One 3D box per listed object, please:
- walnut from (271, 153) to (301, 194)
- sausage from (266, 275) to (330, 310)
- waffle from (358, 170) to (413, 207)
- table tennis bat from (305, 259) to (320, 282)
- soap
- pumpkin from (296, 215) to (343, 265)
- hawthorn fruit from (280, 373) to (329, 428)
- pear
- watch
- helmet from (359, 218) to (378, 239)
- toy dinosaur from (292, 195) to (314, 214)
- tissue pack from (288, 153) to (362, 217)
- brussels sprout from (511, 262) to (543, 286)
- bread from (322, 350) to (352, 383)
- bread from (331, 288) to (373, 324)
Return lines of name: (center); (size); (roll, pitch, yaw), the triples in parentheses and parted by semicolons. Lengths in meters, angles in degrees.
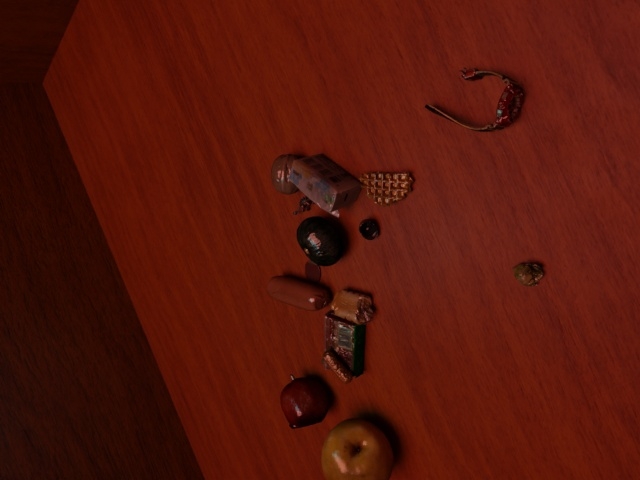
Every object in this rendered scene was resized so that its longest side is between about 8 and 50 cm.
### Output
walnut: (-0.128, -0.266, 1.741); (0.140, 0.140, 0.162); (27, 134, 31)
sausage: (-0.097, 0.229, 1.889); (0.305, 0.121, 0.121); (10, 111, 39)
waffle: (0.229, -0.201, 1.516); (0.192, 0.046, 0.160); (-35, 81, 41)
table tennis bat: (-0.034, 0.110, 1.870); (0.087, 0.013, 0.156); (15, 116, 39)
soap: (0.101, 0.426, 1.802); (0.218, 0.098, 0.273); (14, 113, 37)
pumpkin: (0.000, 0.001, 1.709); (0.211, 0.152, 0.211); (54, 166, 20)
hawthorn fruit: (-0.077, 0.724, 1.988); (0.249, 0.215, 0.215); (55, 133, 30)
pear: (0.151, 0.890, 1.784); (0.315, 0.314, 0.314); (15, 113, 37)
watch: (0.439, -0.407, 1.249); (0.268, 0.102, 0.164); (38, 119, 36)
helmet: (0.176, -0.046, 1.611); (0.065, 0.049, 0.084); (-25, 117, 12)
toy dinosaur: (-0.065, -0.149, 1.781); (0.154, 0.049, 0.055); (-42, 79, 35)
tissue pack: (0.011, -0.200, 1.630); (0.229, 0.159, 0.145); (40, 131, 24)
brussels sprout: (0.614, 0.098, 1.284); (0.085, 0.058, 0.085); (5, 102, 23)
bread: (0.068, 0.512, 1.762); (0.157, 0.044, 0.052); (47, 120, 14)
bread: (0.127, 0.259, 1.722); (0.177, 0.084, 0.119); (15, 78, 38)
